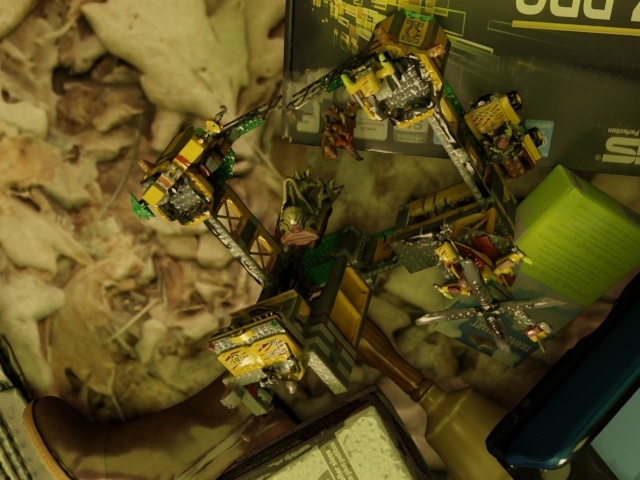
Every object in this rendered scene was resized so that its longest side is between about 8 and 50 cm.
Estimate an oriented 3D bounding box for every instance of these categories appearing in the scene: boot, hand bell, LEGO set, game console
[{"bbox_3d":[-0.154,0.195,0.754,0.248,0.090,0.207,43,91,0],"label":"boot"},{"bbox_3d":[0.090,0.136,0.702,0.242,0.126,0.126,41,103,13],"label":"hand bell"},{"bbox_3d":[0.000,0.000,0.564,0.331,0.192,0.255,-14,123,27],"label":"LEGO set"},{"bbox_3d":[0.286,0.106,0.551,0.293,0.173,0.250,-44,108,-8],"label":"game console"}]

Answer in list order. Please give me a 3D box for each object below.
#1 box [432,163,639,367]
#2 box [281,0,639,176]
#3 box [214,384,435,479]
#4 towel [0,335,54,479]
[{"bbox_3d":[0.191,0.030,0.647,0.109,0.042,0.178,27,122,-21],"label":"box"},{"bbox_3d":[0.171,-0.223,0.586,0.395,0.097,0.318,7,116,6],"label":"box"},{"bbox_3d":[0.038,0.269,0.602,0.163,0.142,0.247,-29,84,3],"label":"box"},{"bbox_3d":[-0.428,0.289,0.808,0.324,0.056,0.312,-21,97,10],"label":"towel"}]
